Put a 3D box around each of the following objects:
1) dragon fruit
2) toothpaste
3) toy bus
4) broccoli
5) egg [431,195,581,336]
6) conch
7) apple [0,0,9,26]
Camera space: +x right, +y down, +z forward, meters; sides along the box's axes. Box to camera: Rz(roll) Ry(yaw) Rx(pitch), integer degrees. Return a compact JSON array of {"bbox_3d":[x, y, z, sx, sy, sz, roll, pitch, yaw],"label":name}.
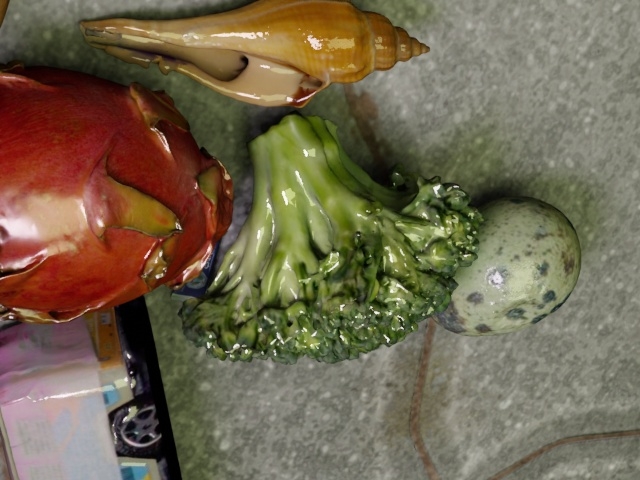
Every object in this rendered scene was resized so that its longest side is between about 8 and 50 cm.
[{"bbox_3d":[-0.232,-0.044,1.121,0.315,0.250,0.250,-4,116,-7],"label":"dragon fruit"},{"bbox_3d":[-0.118,0.005,1.312,0.037,0.021,0.140,13,112,-21],"label":"toothpaste"},{"bbox_3d":[-0.228,0.252,1.313,0.162,0.171,0.386,-10,118,-5],"label":"toy bus"},{"bbox_3d":[0.000,0.000,1.265,0.288,0.248,0.245,-14,86,-34],"label":"broccoli"},{"bbox_3d":[0.193,0.031,1.374,0.182,0.141,0.141,-33,122,9],"label":"egg"},{"bbox_3d":[-0.059,-0.192,1.210,0.330,0.093,0.109,5,132,-1],"label":"conch"},{"bbox_3d":[-0.363,-0.229,1.005,0.261,0.194,0.261,-8,119,-15],"label":"apple"}]
